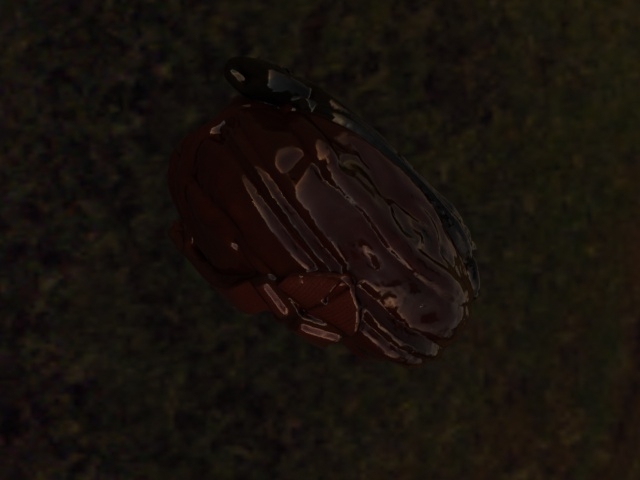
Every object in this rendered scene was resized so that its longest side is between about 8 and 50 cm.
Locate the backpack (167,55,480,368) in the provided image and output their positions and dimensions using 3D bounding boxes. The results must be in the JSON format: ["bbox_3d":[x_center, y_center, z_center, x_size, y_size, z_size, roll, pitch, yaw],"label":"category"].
[{"bbox_3d":[0.002,-0.002,0.929,0.139,0.229,0.229,-47,140,1],"label":"backpack"}]
